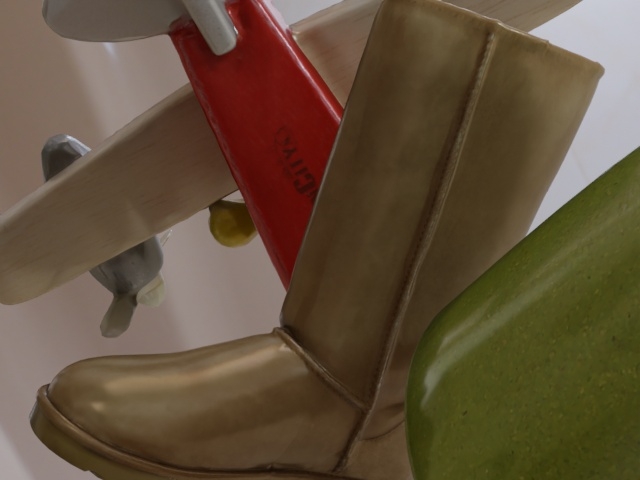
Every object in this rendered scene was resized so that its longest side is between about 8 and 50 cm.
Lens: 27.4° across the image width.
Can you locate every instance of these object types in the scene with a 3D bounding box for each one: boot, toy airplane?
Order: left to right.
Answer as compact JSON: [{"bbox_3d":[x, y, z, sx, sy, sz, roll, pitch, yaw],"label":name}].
[{"bbox_3d":[-0.028,-0.084,0.962,0.272,0.386,0.384,-77,-177,-80],"label":"toy airplane"},{"bbox_3d":[0.000,0.000,0.670,0.236,0.269,0.089,14,12,-34],"label":"boot"}]

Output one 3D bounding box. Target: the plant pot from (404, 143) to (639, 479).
[{"bbox_3d":[0.224,0.027,0.487,0.275,0.293,0.274,22,38,-18],"label":"plant pot"}]
